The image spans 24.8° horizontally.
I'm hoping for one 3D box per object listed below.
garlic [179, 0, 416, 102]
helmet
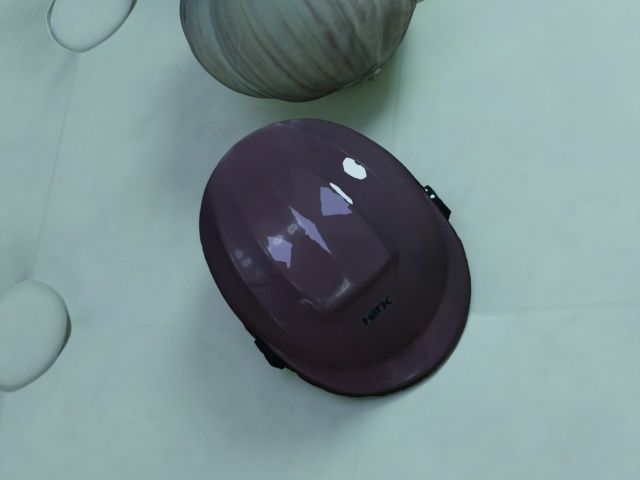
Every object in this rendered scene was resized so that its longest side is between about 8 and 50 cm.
[{"bbox_3d":[-0.020,-0.288,1.739,0.317,0.259,0.317,-28,28,17],"label":"garlic"},{"bbox_3d":[0.000,0.000,1.626,0.271,0.197,0.338,-39,54,2],"label":"helmet"}]
